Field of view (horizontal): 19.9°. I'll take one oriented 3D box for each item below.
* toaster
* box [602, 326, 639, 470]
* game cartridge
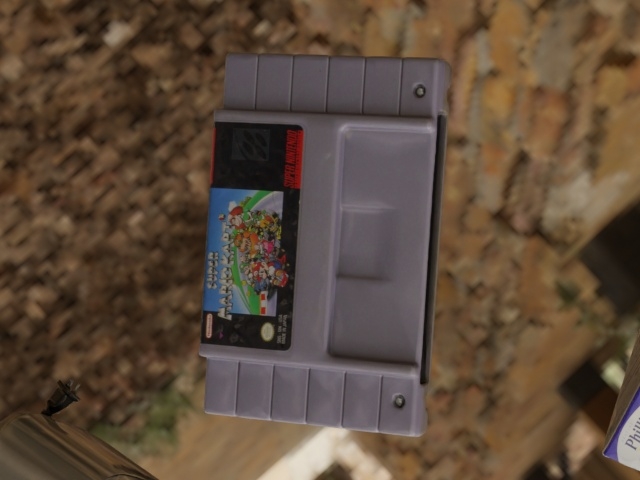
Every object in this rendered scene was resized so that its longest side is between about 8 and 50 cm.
[{"bbox_3d":[-0.178,0.222,1.262,0.129,0.146,0.227,33,82,-45],"label":"toaster"},{"bbox_3d":[0.232,0.057,1.075,0.126,0.072,0.137,107,8,-45],"label":"box"},{"bbox_3d":[0.000,0.000,1.736,0.068,0.230,0.355,2,92,-72],"label":"game cartridge"}]
